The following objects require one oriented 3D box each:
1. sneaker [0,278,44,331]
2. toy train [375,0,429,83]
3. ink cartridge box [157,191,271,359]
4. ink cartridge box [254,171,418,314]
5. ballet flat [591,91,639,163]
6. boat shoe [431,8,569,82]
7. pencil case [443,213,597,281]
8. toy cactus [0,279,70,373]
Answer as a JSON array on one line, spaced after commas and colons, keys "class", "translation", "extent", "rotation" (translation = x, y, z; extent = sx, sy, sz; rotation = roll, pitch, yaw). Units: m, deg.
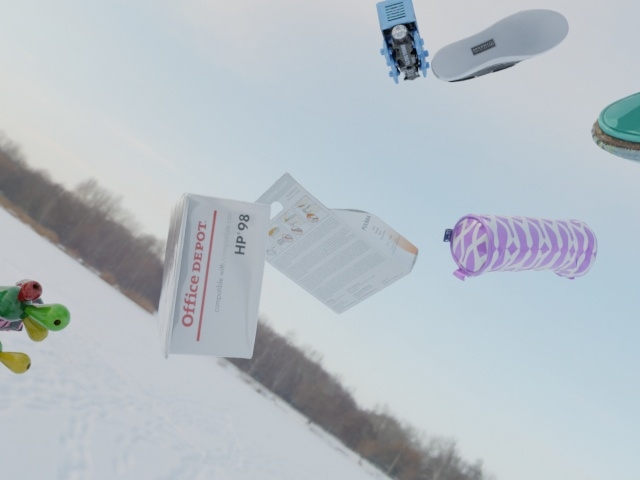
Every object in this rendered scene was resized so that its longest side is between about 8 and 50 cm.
[{"class": "sneaker", "translation": [-0.407, 0.102, 0.883], "extent": [0.047, 0.119, 0.057], "rotation": [36, -25, 57]}, {"class": "toy train", "translation": [0.150, -0.356, 1.244], "extent": [0.080, 0.105, 0.184], "rotation": [-10, -12, 13]}, {"class": "ink cartridge box", "translation": [-0.078, 0.024, 0.491], "extent": [0.060, 0.104, 0.180], "rotation": [8, -1, -15]}, {"class": "ink cartridge box", "translation": [0.000, 0.000, 0.802], "extent": [0.179, 0.045, 0.145], "rotation": [40, -42, -12]}, {"class": "ballet flat", "translation": [0.251, -0.062, 0.385], "extent": [0.188, 0.070, 0.070], "rotation": [-11, -31, 16]}, {"class": "boat shoe", "translation": [0.303, -0.322, 1.179], "extent": [0.076, 0.228, 0.080], "rotation": [0, 71, -75]}, {"class": "pencil case", "translation": [0.270, 0.011, 0.918], "extent": [0.206, 0.088, 0.086], "rotation": [1, 14, -25]}, {"class": "toy cactus", "translation": [-0.375, 0.076, 0.712], "extent": [0.112, 0.219, 0.180], "rotation": [57, 12, -61]}]
